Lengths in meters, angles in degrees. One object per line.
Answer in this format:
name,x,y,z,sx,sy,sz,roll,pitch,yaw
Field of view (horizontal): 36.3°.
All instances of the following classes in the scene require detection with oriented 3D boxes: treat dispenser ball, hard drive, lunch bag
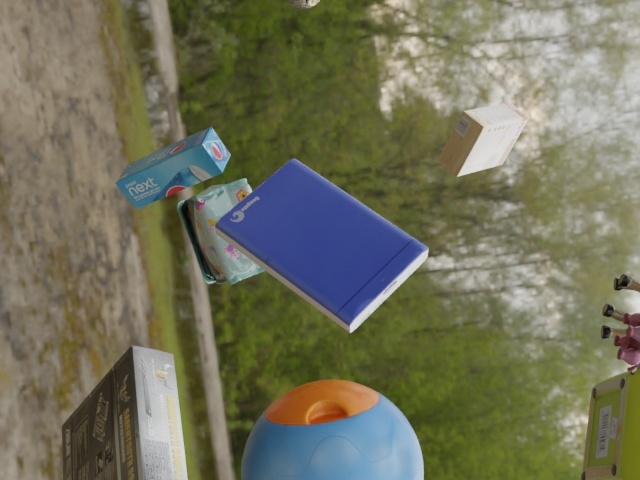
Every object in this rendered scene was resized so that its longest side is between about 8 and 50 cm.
treat dispenser ball,0.019,0.365,1.542,0.288,0.288,0.288,-8,90,-90
hard drive,0.000,0.000,1.723,0.319,0.210,0.040,35,-28,25
lunch bag,-0.222,-0.017,2.252,0.223,0.160,0.262,69,-19,-6

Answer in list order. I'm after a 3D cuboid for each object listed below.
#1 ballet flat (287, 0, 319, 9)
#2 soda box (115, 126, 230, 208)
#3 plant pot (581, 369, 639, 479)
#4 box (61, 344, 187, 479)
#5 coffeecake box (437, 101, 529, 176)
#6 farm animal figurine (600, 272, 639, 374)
ballet flat,-0.029,-0.429,1.492,0.084,0.058,0.250,-57,160,-13
soda box,-0.279,-0.135,1.845,0.071,0.210,0.067,56,29,-27
plant pot,0.544,0.319,1.545,0.227,0.207,0.228,109,-8,-74
box,-0.219,0.260,1.072,0.183,0.056,0.231,-46,-139,31
coffeecake box,0.375,-0.234,2.244,0.068,0.186,0.142,45,-51,27
farm animal figurine,0.508,0.025,1.272,0.330,0.172,0.326,86,16,-84
